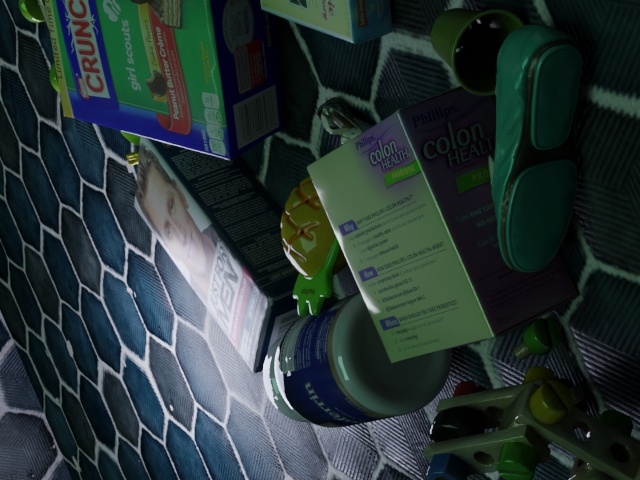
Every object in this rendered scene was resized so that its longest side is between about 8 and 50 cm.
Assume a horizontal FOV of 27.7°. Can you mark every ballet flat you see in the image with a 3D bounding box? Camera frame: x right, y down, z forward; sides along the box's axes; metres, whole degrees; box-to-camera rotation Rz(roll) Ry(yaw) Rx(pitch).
[{"bbox_3d":[0.198,-0.091,1.226,0.087,0.083,0.247,-126,31,-53],"label":"ballet flat"},{"bbox_3d":[0.033,-0.127,1.516,0.114,0.041,0.041,44,144,37],"label":"ballet flat"}]

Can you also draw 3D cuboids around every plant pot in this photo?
[{"bbox_3d":[0.146,-0.190,1.249,0.079,0.083,0.083,-136,35,-58],"label":"plant pot"}]

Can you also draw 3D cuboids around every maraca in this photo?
[{"bbox_3d":[0.000,0.000,1.566,0.127,0.099,0.185,167,113,-70],"label":"maraca"}]

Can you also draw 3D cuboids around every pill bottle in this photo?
[{"bbox_3d":[0.035,0.150,1.590,0.265,0.153,0.153,-28,85,63],"label":"pill bottle"}]

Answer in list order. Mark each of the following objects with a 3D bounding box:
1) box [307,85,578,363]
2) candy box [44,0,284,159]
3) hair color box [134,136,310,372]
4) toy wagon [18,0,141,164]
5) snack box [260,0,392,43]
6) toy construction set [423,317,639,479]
[{"bbox_3d":[0.122,-0.014,1.362,0.213,0.117,0.243,-27,87,62],"label":"box"},{"bbox_3d":[-0.211,-0.273,1.674,0.317,0.122,0.268,18,126,37],"label":"candy box"},{"bbox_3d":[-0.133,-0.002,1.822,0.347,0.105,0.174,51,147,29],"label":"hair color box"},{"bbox_3d":[-0.303,-0.278,1.899,0.267,0.068,0.344,-4,112,44],"label":"toy wagon"},{"bbox_3d":[-0.010,-0.387,1.385,0.187,0.060,0.322,31,135,49],"label":"snack box"},{"bbox_3d":[0.224,0.215,1.183,0.257,0.309,0.237,54,145,8],"label":"toy construction set"}]
